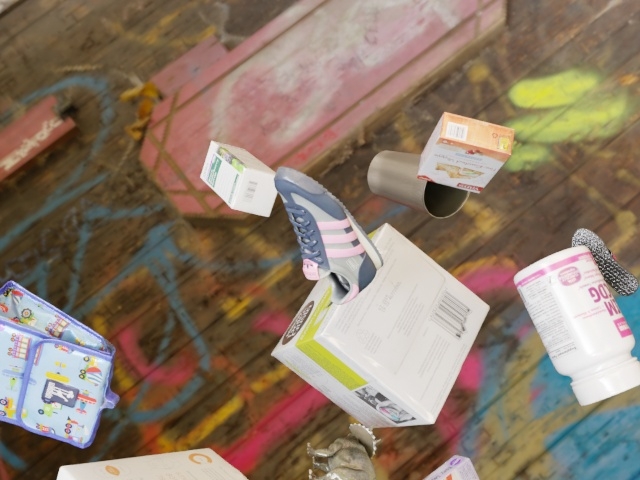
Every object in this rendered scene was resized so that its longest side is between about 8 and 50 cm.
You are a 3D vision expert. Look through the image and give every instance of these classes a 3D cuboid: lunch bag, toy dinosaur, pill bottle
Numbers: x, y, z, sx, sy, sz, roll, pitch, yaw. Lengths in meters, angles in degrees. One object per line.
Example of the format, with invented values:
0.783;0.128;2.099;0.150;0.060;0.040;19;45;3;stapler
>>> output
-0.508;0.245;1.435;0.293;0.221;0.138;23;-158;5;lunch bag
0.058;0.515;1.701;0.313;0.160;0.121;-92;-8;-55;toy dinosaur
0.511;0.167;1.512;0.160;0.160;0.283;75;172;-75;pill bottle

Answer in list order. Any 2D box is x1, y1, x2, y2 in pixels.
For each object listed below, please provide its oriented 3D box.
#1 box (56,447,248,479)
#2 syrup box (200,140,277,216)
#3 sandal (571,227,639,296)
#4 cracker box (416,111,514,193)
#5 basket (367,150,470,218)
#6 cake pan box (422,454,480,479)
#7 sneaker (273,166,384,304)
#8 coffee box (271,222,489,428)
-0.307;0.532;1.462;0.345;0.168;0.215;7;-168;-45;box
-0.180;-0.139;1.700;0.096;0.093;0.237;12;-165;-31;syrup box
0.605;0.047;1.653;0.179;0.067;0.040;46;-158;1;sandal
0.315;-0.188;1.703;0.155;0.067;0.232;13;163;-1;cracker box
0.250;-0.159;2.042;0.227;0.204;0.154;19;115;44;basket
0.302;0.687;1.821;0.070;0.245;0.267;-13;102;64;cake pan box
0.000;0.000;1.444;0.112;0.131;0.319;15;153;52;sneaker
0.141;0.225;1.907;0.338;0.338;0.334;38;153;-10;coffee box
